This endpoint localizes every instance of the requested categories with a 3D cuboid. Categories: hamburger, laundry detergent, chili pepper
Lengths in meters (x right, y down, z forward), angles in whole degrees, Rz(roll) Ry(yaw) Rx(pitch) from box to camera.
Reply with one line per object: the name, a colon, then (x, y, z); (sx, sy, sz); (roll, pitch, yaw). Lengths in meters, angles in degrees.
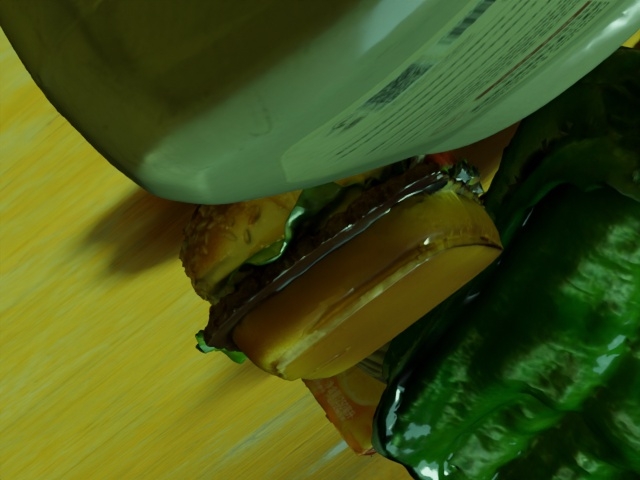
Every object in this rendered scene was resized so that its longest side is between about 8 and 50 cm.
hamburger: (0.000, 0.000, 0.775); (0.137, 0.087, 0.166); (-37, 169, 6)
laundry detergent: (0.036, -0.087, 0.467); (0.181, 0.091, 0.253); (-43, 169, 19)
chili pepper: (0.160, 0.057, 1.121); (0.167, 0.213, 0.385); (-54, 166, -48)

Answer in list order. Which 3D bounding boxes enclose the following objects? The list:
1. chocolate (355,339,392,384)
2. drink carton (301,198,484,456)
chocolate: (0.064, 0.069, 1.213); (0.072, 0.072, 0.167); (-39, 127, 13)
drink carton: (0.092, 0.049, 1.316); (0.223, 0.096, 0.071); (-37, 171, 6)
